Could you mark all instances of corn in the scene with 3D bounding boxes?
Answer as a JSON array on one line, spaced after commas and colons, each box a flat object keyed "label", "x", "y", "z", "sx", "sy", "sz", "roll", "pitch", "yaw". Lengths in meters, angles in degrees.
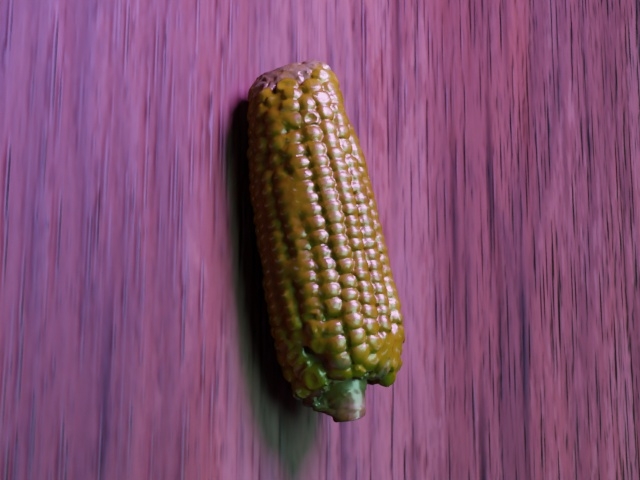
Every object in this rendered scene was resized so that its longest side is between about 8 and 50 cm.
[{"label": "corn", "x": 0.000, "y": 0.000, "z": 1.283, "sx": 0.097, "sy": 0.097, "sz": 0.261, "roll": 4, "pitch": 73, "yaw": -52}]
